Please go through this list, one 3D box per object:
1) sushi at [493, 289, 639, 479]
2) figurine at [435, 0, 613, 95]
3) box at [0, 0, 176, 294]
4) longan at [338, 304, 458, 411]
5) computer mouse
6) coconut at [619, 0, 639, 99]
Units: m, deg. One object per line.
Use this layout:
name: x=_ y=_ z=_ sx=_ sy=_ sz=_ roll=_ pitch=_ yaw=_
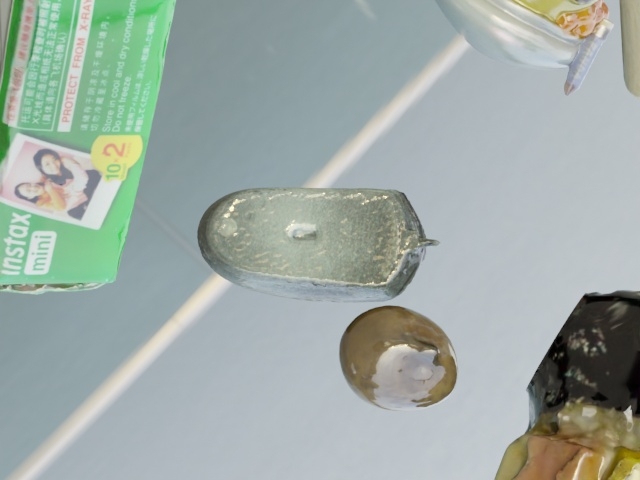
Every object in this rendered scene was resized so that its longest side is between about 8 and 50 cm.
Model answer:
sushi: x=0.312 y=0.234 z=1.420 sx=0.328 sy=0.329 sz=0.285 roll=101 pitch=13 yaw=-64
figurine: x=0.213 y=-0.352 z=1.639 sx=0.205 sy=0.224 sz=0.381 roll=-12 pitch=134 yaw=-12
box: x=-0.177 y=-0.107 z=1.024 sx=0.103 sy=0.180 sz=0.250 roll=2 pitch=121 yaw=-23
longan: x=0.070 y=0.105 z=1.387 sx=0.092 sy=0.113 sz=0.113 roll=-60 pitch=166 yaw=-22
computer mouse: x=-0.002 y=0.001 z=1.497 sx=0.068 sy=0.229 sz=0.113 roll=86 pitch=9 yaw=-76
coconut: x=0.345 y=-0.183 z=1.312 sx=0.202 sy=0.222 sz=0.202 roll=-53 pitch=-173 yaw=9
